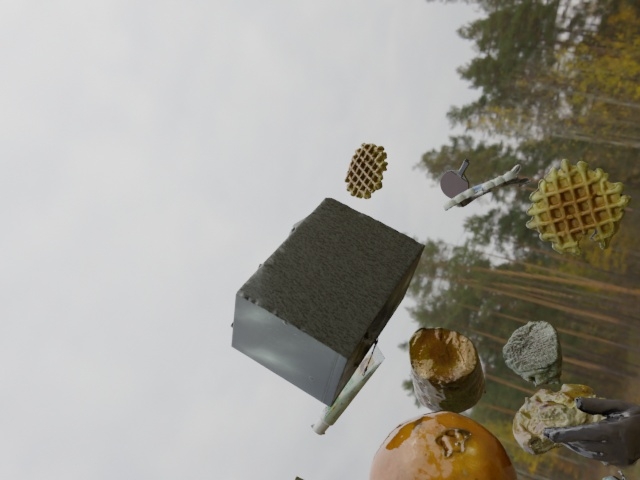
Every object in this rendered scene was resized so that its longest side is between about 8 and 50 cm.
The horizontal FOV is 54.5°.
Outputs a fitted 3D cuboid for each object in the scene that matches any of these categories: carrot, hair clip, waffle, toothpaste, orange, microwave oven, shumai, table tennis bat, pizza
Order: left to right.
[{"bbox_3d":[0.015,0.138,1.606,0.432,0.375,0.236,-49,-20,-41],"label":"microwave oven"},{"bbox_3d":[0.083,0.444,1.820,0.314,0.058,0.056,-54,-22,10],"label":"toothpaste"},{"bbox_3d":[0.143,-0.218,1.956,0.038,0.191,0.191,8,-82,-39],"label":"waffle"},{"bbox_3d":[0.257,0.513,1.303,0.312,0.312,0.311,-43,-39,-49],"label":"orange"},{"bbox_3d":[0.426,0.455,2.097,0.241,0.242,0.340,-58,-37,-32],"label":"carrot"},{"bbox_3d":[0.433,-0.193,1.962,0.014,0.095,0.158,-40,-20,-39],"label":"table tennis bat"},{"bbox_3d":[0.400,-0.120,1.518,0.140,0.220,0.054,-54,-60,-85],"label":"hair clip"},{"bbox_3d":[0.645,0.332,1.801,0.142,0.184,0.184,32,-106,-40],"label":"shumai"},{"bbox_3d":[0.558,0.404,1.463,0.089,0.223,0.323,68,-161,4],"label":"pizza"},{"bbox_3d":[0.704,-0.086,1.722,0.056,0.250,0.261,-28,-38,-51],"label":"waffle"}]

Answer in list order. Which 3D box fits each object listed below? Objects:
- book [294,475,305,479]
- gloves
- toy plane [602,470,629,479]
[{"bbox_3d":[0.042,0.692,1.425,0.214,0.283,0.025,-70,4,-52],"label":"book"},{"bbox_3d":[0.572,0.363,1.194,0.119,0.286,0.142,-162,69,-87],"label":"gloves"},{"bbox_3d":[0.925,0.847,1.907,0.155,0.106,0.381,-42,8,16],"label":"toy plane"}]
